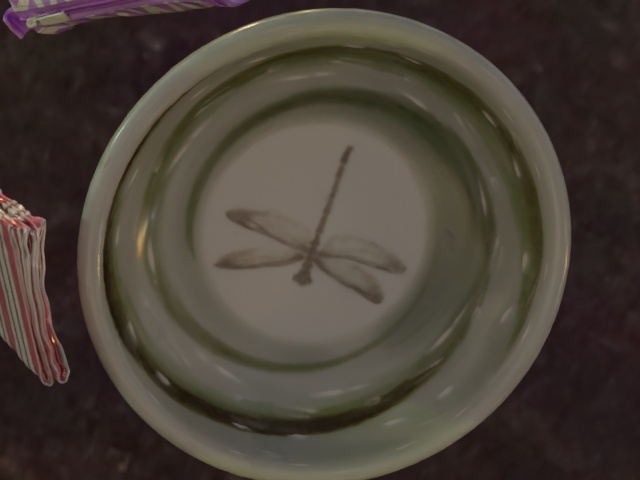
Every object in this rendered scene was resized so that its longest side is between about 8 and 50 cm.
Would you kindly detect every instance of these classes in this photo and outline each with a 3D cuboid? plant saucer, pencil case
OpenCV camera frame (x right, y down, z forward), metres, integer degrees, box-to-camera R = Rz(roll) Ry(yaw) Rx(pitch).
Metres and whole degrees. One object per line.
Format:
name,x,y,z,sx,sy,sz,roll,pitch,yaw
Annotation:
plant saucer,0.000,0.000,1.603,0.400,0.400,0.100,8,17,-13
pencil case,-0.127,-0.184,1.306,0.086,0.206,0.088,51,51,-32

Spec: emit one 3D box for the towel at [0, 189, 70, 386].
towel,-0.251,0.015,1.546,0.029,0.144,0.197,-19,30,-23
